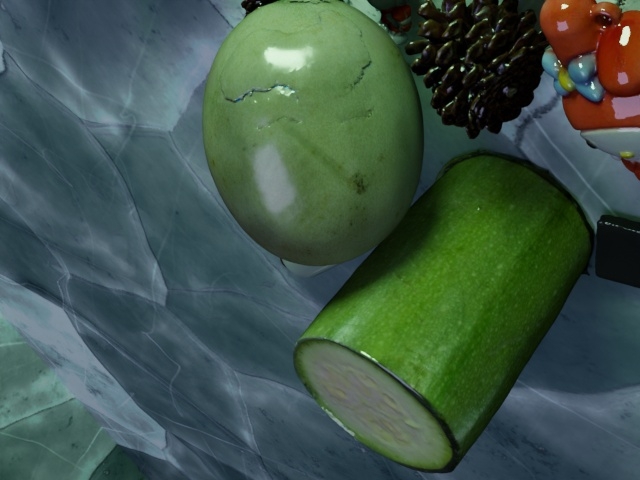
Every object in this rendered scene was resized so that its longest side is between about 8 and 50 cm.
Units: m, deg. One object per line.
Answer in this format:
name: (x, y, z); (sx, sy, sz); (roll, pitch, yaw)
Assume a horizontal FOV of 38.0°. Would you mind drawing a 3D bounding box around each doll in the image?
doll: (0.337, -0.160, 1.004); (0.161, 0.130, 0.290); (8, 152, 47)
doll: (0.080, -0.311, 1.143); (0.094, 0.079, 0.180); (51, 170, 29)

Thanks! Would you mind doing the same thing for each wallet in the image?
wallet: (0.480, 0.041, 1.215); (0.244, 0.025, 0.124); (18, 143, 28)

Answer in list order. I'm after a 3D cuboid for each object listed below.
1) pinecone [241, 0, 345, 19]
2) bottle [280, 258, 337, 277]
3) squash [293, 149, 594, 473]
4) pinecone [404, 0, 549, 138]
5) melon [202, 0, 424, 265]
pinecone: (-0.039, -0.319, 1.209); (0.140, 0.140, 0.121); (-32, 72, 58)
bottle: (0.000, 0.000, 1.592); (0.104, 0.104, 0.245); (46, 148, -11)
squash: (0.173, 0.090, 1.263); (0.263, 0.384, 0.263); (29, 149, 20)
pinecone: (0.174, -0.220, 1.081); (0.165, 0.162, 0.163); (51, 156, 27)
melon: (-0.009, -0.138, 1.125); (0.268, 0.268, 0.330); (5, 116, 43)
